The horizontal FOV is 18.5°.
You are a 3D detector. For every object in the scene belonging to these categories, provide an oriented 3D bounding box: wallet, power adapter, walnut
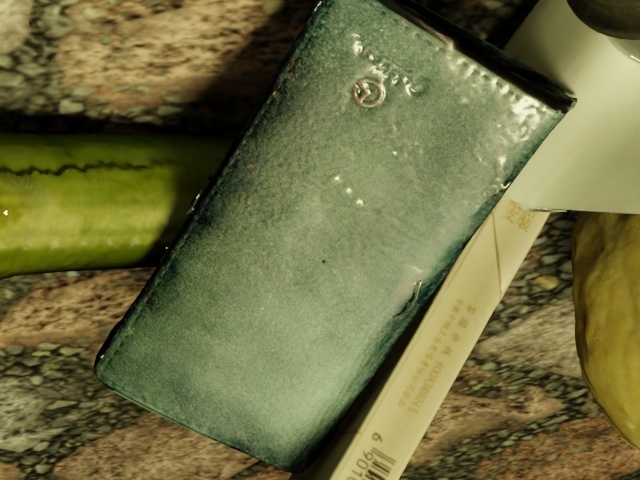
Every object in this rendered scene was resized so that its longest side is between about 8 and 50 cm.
[{"bbox_3d":[0.000,0.000,1.398,0.191,0.046,0.379,29,117,-9],"label":"wallet"},{"bbox_3d":[0.243,-0.134,1.392,0.187,0.124,0.255,2,148,-23],"label":"power adapter"},{"bbox_3d":[0.338,0.053,1.614,0.253,0.277,0.282,-10,166,13],"label":"walnut"}]

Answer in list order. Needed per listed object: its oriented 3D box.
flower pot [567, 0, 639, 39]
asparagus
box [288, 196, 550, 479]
[{"bbox_3d":[0.190,-0.246,1.106,0.235,0.235,0.148,-31,127,33],"label":"flower pot"},{"bbox_3d":[-0.160,-0.026,1.454,0.382,0.108,0.128,-2,159,-35],"label":"asparagus"},{"bbox_3d":[0.053,0.123,1.537,0.051,0.365,0.204,31,168,-4],"label":"box"}]
